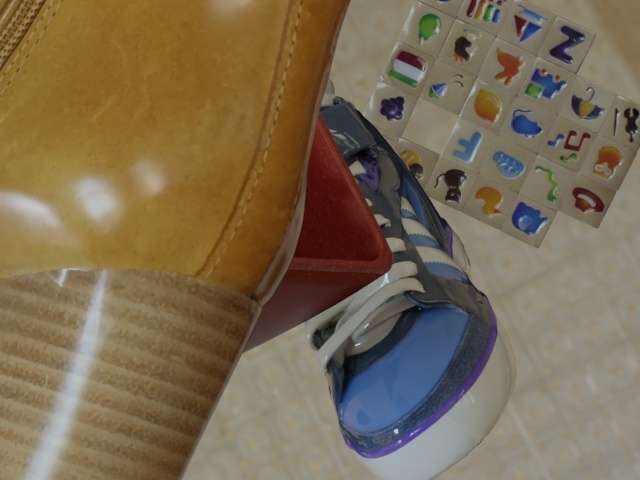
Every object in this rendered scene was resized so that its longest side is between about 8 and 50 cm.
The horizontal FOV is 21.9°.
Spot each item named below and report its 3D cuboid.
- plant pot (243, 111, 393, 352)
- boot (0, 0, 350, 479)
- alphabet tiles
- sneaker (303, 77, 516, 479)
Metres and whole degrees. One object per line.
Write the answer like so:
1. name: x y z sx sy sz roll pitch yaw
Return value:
1. plant pot: -0.174 -0.033 0.824 0.267 0.267 0.236 3 -37 -49
2. boot: -0.117 -0.040 0.511 0.295 0.211 0.104 13 -9 37
3. alphabet tiles: 0.168 -0.112 1.483 0.009 0.237 0.198 -60 -5 -75
4. sneaker: 0.000 0.000 1.075 0.130 0.236 0.323 -39 19 15
